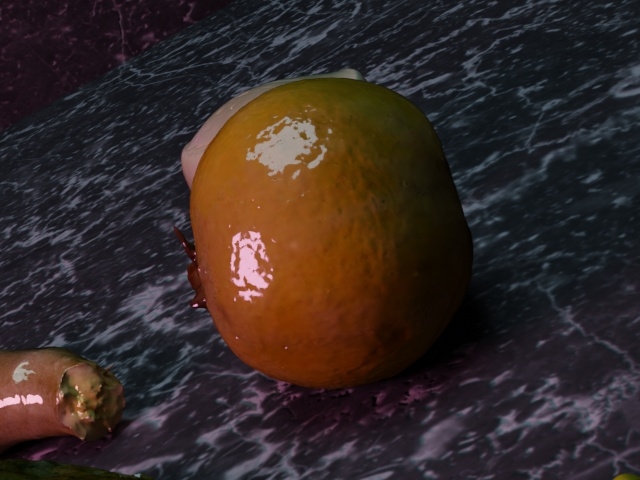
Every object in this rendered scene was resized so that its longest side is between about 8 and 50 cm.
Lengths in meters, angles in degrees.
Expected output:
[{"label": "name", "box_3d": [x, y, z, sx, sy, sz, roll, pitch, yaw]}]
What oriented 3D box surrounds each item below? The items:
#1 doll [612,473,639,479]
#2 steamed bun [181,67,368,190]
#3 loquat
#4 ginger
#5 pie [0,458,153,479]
[{"label": "doll", "box_3d": [0.227, 0.189, 0.690, 0.135, 0.099, 0.241, -32, 23, 0]}, {"label": "steamed bun", "box_3d": [-0.031, -0.070, 1.434, 0.250, 0.200, 0.155, -19, 23, 26]}, {"label": "loquat", "box_3d": [0.000, 0.000, 1.166, 0.274, 0.275, 0.275, -23, 22, 9]}, {"label": "ginger", "box_3d": [-0.368, 0.190, 1.389, 0.375, 0.166, 0.236, -2, -5, 7]}, {"label": "pie", "box_3d": [-0.210, 0.215, 1.002, 0.276, 0.079, 0.277, -2, 2, 0]}]
